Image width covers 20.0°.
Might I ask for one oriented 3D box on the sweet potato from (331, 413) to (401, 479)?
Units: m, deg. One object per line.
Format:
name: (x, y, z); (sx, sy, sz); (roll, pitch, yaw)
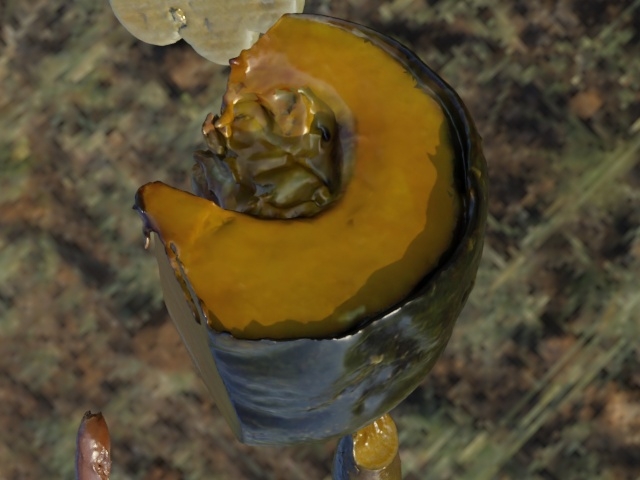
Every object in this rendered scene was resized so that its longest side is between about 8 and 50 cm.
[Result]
sweet potato: (0.048, 0.251, 1.815); (0.077, 0.077, 0.244); (35, 152, 26)

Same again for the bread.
bread: (-0.144, -0.311, 1.812); (0.316, 0.054, 0.316); (21, 140, 18)

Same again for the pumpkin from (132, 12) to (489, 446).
pumpkin: (0.000, 0.000, 1.417); (0.256, 0.303, 0.225); (35, 159, 10)

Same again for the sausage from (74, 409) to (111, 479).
sausage: (-0.209, 0.232, 1.676); (0.042, 0.036, 0.158); (37, 132, 57)
